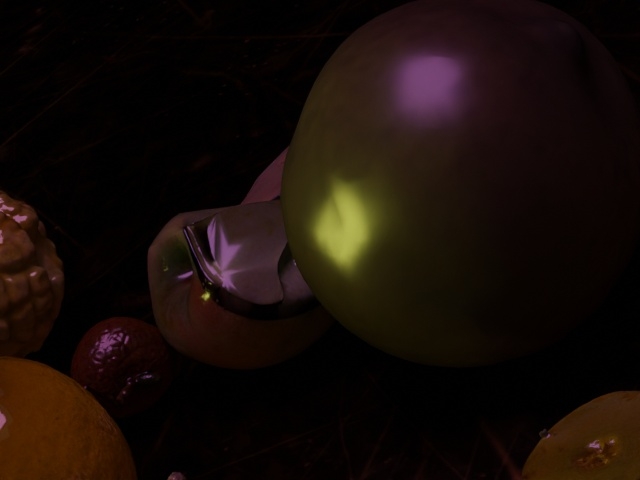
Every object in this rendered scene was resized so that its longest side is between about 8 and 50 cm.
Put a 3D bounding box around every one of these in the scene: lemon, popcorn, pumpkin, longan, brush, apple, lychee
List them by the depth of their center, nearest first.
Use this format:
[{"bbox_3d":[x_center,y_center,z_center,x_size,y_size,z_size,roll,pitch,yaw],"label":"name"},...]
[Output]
[{"bbox_3d":[0.241,0.177,0.954,0.217,0.110,0.217,-22,32,14],"label":"pumpkin"},{"bbox_3d":[-0.288,0.213,1.133,0.240,0.219,0.240,-13,33,9],"label":"lemon"},{"bbox_3d":[0.133,-0.064,1.156,0.360,0.361,0.361,-17,32,11],"label":"longan"},{"bbox_3d":[-0.067,0.038,1.299,0.188,0.174,0.207,-6,17,-36],"label":"apple"},{"bbox_3d":[-0.204,0.135,1.303,0.114,0.101,0.140,9,39,-24],"label":"lychee"},{"bbox_3d":[-0.395,0.057,1.477,0.181,0.217,0.235,-12,14,-36],"label":"popcorn"},{"bbox_3d":[-0.057,-0.032,1.480,0.070,0.065,0.327,16,52,44],"label":"brush"}]

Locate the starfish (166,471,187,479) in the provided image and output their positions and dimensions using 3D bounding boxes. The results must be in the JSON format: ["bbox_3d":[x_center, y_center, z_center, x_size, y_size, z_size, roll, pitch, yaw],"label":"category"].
[{"bbox_3d":[-0.176,0.321,0.927,0.303,0.113,0.312,-28,59,-21],"label":"starfish"}]
